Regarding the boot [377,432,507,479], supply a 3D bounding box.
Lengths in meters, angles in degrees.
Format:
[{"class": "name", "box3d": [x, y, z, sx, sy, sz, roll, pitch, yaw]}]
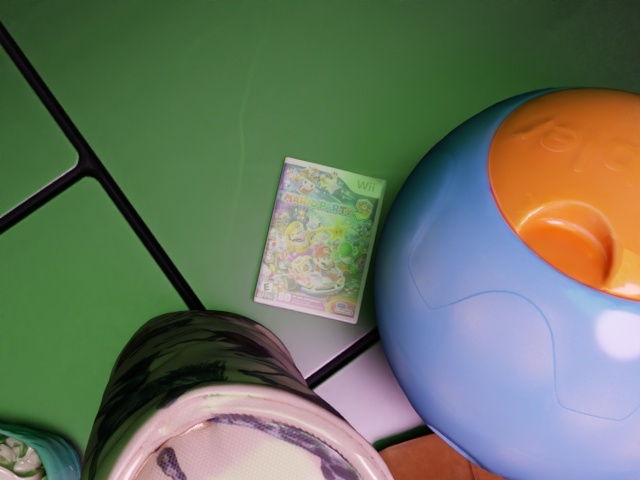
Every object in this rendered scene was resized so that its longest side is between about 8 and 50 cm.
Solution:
[{"class": "boot", "box3d": [0.191, 0.268, 0.872, 0.264, 0.096, 0.280, -9, 52, -3]}]

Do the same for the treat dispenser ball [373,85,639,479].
[{"class": "treat dispenser ball", "box3d": [0.182, 0.035, 0.819, 0.288, 0.288, 0.288, 0, 86, -5]}]

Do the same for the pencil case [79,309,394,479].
[{"class": "pencil case", "box3d": [-0.058, 0.147, 0.729, 0.160, 0.410, 0.183, -40, 97, -5]}]

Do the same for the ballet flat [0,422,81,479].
[{"class": "ballet flat", "box3d": [-0.304, 0.158, 0.865, 0.247, 0.087, 0.083, 12, 85, -4]}]

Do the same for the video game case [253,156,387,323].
[{"class": "video game case", "box3d": [0.000, 0.000, 0.942, 0.087, 0.011, 0.122, 13, 85, -4]}]
